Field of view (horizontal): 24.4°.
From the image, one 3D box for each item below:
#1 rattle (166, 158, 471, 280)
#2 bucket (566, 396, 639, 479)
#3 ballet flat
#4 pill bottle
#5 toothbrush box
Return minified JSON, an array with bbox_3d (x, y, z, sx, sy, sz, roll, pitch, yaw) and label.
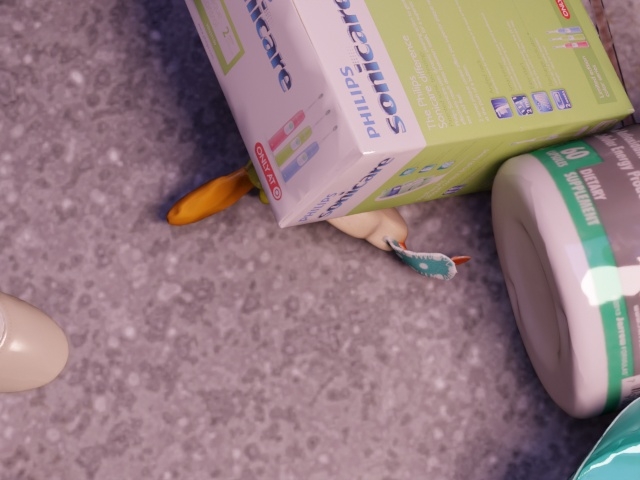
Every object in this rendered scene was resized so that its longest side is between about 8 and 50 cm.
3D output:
[{"bbox_3d":[0.000,0.000,1.177,0.199,0.130,0.143,42,88,-16],"label":"rattle"},{"bbox_3d":[0.279,0.243,1.049,0.281,0.183,0.281,0,75,-1],"label":"bucket"},{"bbox_3d":[-0.319,0.057,1.147,0.248,0.086,0.086,15,74,3],"label":"ballet flat"},{"bbox_3d":[0.328,-0.008,1.111,0.361,0.204,0.204,-15,75,-6],"label":"pill bottle"},{"bbox_3d":[0.069,-0.143,1.125,0.283,0.122,0.206,-12,71,-39],"label":"toothbrush box"}]
